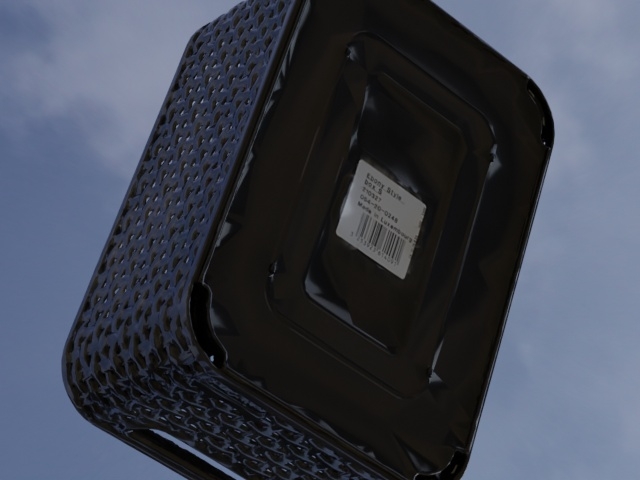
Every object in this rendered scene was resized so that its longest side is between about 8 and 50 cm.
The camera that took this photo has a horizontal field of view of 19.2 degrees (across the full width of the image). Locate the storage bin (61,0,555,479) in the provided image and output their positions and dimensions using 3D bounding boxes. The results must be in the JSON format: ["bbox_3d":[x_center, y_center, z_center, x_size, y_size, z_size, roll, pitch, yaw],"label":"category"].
[{"bbox_3d":[0.000,0.000,0.683,0.122,0.084,0.180,34,-125,-25],"label":"storage bin"}]
